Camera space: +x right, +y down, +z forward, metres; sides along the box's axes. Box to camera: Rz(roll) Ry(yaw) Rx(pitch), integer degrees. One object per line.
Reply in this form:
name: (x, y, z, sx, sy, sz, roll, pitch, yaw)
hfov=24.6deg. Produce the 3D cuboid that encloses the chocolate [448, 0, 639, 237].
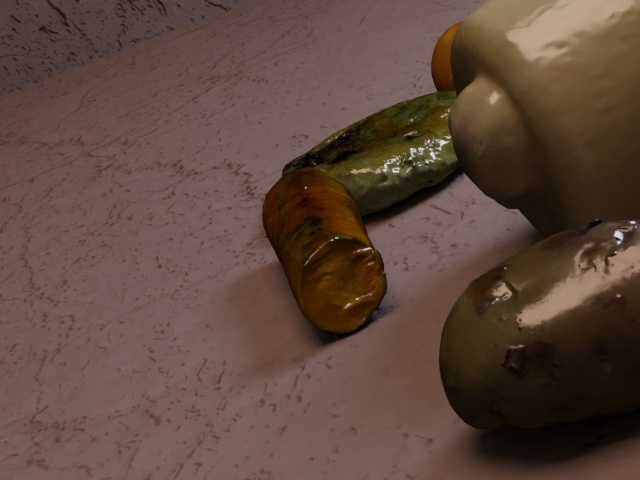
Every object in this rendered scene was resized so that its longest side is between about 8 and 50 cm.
chocolate: (0.281, -0.129, 1.490, 0.297, 0.326, 0.314, -39, 24, -1)

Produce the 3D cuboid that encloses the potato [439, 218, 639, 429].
potato: (0.221, 0.070, 1.206, 0.262, 0.165, 0.165, -23, 20, 9)

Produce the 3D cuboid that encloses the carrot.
carrot: (0.000, 0.000, 1.650, 0.114, 0.114, 0.302, -22, 22, -2)

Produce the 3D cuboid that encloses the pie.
pie: (0.068, -0.112, 1.931, 0.323, 0.070, 0.323, -20, 19, 7)

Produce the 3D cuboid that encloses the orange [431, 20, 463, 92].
orange: (0.228, -0.249, 2.042, 0.156, 0.124, 0.156, -20, 17, 7)
